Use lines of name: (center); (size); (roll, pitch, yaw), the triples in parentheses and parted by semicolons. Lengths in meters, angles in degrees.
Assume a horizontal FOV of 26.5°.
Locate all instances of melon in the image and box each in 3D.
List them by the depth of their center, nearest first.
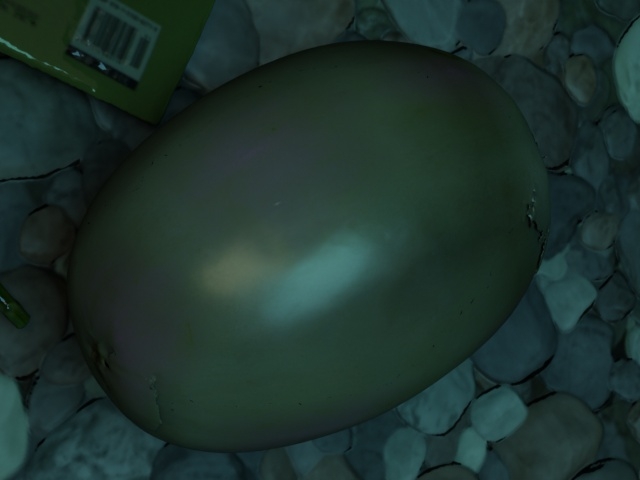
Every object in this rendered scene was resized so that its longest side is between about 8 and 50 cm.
melon: (0.000, 0.000, 0.829); (0.317, 0.223, 0.223); (-27, 105, -26)

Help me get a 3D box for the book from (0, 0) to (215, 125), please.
book: (-0.133, -0.273, 0.846); (0.239, 0.035, 0.352); (27, 79, -30)

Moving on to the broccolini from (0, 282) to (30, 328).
broccolini: (-0.222, -0.034, 0.815); (0.052, 0.054, 0.194); (-12, 108, 2)
